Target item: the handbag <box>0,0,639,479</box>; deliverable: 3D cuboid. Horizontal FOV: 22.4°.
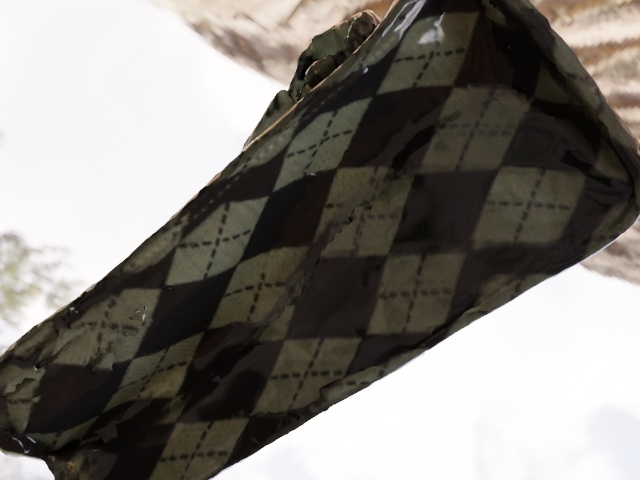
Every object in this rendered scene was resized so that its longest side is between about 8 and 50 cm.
[{"bbox_3d":[0.000,0.000,0.859,0.317,0.180,0.416,-39,-179,7],"label":"handbag"}]
